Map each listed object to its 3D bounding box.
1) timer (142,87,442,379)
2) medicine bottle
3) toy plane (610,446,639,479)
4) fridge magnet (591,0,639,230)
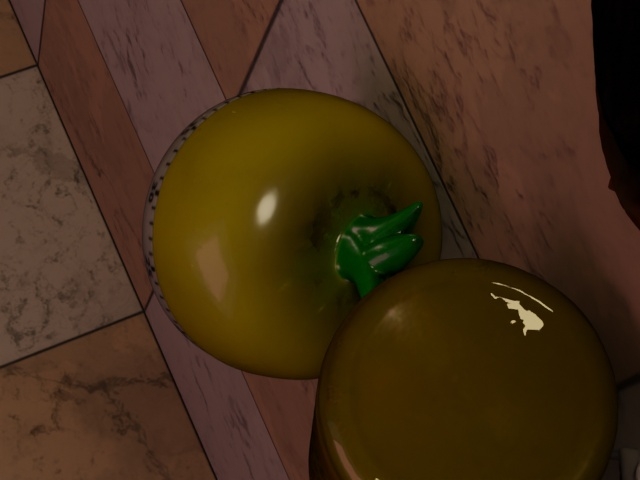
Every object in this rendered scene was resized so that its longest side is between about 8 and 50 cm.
[{"bbox_3d":[0.000,0.000,1.407,0.285,0.285,0.285,56,158,35],"label":"timer"},{"bbox_3d":[0.100,0.176,1.338,0.384,0.224,0.224,98,147,-70],"label":"medicine bottle"},{"bbox_3d":[0.238,0.275,1.184,0.252,0.118,0.252,-2,-90,-88],"label":"toy plane"},{"bbox_3d":[0.208,-0.124,0.678,0.363,0.155,0.363,-177,90,-87],"label":"fridge magnet"}]
